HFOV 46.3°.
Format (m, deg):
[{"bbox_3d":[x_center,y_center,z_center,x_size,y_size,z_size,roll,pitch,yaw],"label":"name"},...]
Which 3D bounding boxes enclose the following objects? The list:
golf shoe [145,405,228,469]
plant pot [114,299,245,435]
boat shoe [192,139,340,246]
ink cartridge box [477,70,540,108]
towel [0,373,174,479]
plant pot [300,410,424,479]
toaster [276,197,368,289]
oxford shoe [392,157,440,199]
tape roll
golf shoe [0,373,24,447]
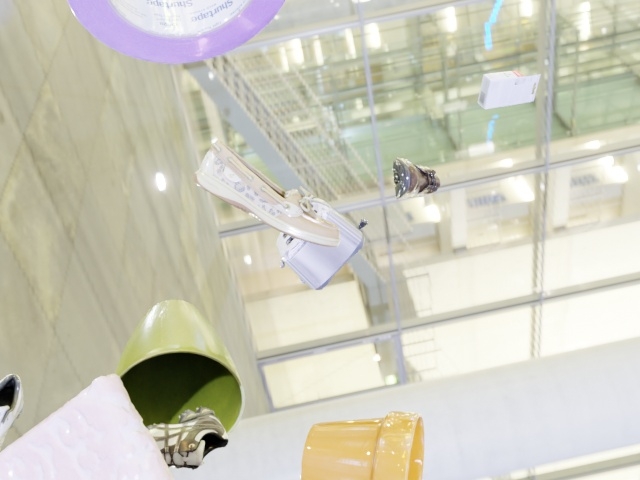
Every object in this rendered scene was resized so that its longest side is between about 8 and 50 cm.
[{"bbox_3d":[-0.247,0.353,1.269,0.094,0.198,0.077,31,-48,40],"label":"golf shoe"},{"bbox_3d":[-0.316,0.265,1.628,0.293,0.274,0.275,-112,-170,-60],"label":"plant pot"},{"bbox_3d":[-0.084,-0.077,1.312,0.089,0.285,0.104,-63,179,5],"label":"boat shoe"},{"bbox_3d":[0.368,-0.297,1.459,0.029,0.115,0.063,-121,-154,-45],"label":"ink cartridge box"},{"bbox_3d":[-0.260,0.362,0.811,0.332,0.317,0.053,59,18,11],"label":"towel"},{"bbox_3d":[0.072,0.393,1.294,0.205,0.187,0.205,3,90,-74],"label":"plant pot"},{"bbox_3d":[0.000,0.000,1.841,0.146,0.227,0.129,38,10,-28],"label":"toaster"},{"bbox_3d":[0.195,-0.128,1.518,0.227,0.096,0.083,-15,101,-81],"label":"oxford shoe"},{"bbox_3d":[-0.170,-0.344,0.891,0.275,0.274,0.090,80,-8,-60],"label":"tape roll"},{"bbox_3d":[-0.442,0.251,0.980,0.176,0.069,0.086,-85,-159,-48],"label":"golf shoe"}]
